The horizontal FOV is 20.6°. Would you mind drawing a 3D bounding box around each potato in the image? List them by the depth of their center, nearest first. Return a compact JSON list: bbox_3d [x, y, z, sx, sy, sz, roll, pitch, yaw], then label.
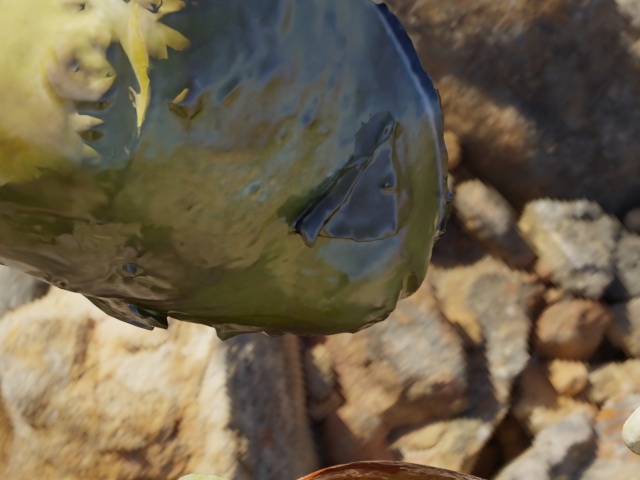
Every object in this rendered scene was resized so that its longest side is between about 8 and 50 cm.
[{"bbox_3d":[-0.094,-0.055,0.786,0.196,0.246,0.299,-44,123,-24],"label":"potato"}]

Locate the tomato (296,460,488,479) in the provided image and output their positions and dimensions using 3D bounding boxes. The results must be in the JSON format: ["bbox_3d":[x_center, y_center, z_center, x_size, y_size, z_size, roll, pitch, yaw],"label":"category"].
[{"bbox_3d":[0.060,0.287,1.025,0.322,0.321,0.321,7,68,-16],"label":"tomato"}]

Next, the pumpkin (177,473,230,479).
[{"bbox_3d":[-0.125,0.363,1.393,0.199,0.332,0.332,-14,74,-28],"label":"pumpkin"}]

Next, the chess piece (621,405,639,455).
[{"bbox_3d":[0.307,0.182,1.286,0.094,0.094,0.170,-19,56,-24],"label":"chess piece"}]
